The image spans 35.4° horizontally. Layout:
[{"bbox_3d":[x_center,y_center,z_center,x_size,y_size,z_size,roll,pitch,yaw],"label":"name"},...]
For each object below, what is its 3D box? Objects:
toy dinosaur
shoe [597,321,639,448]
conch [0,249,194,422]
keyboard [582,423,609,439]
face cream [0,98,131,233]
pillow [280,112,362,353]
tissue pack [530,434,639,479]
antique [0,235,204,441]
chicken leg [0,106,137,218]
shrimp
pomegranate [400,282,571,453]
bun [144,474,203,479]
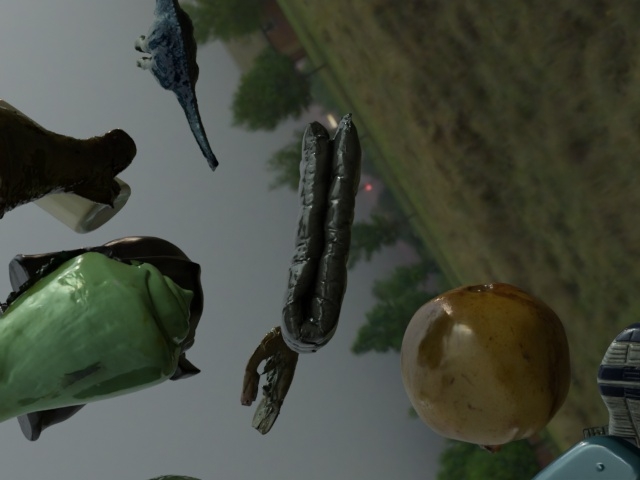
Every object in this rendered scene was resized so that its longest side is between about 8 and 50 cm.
[{"bbox_3d":[-0.210,-0.279,1.432,0.147,0.076,0.363,27,131,57],"label":"toy dinosaur"},{"bbox_3d":[0.367,0.156,1.137,0.207,0.091,0.106,70,-149,-46],"label":"shoe"},{"bbox_3d":[-0.252,0.094,1.038,0.143,0.250,0.137,97,161,-45],"label":"conch"},{"bbox_3d":[0.504,0.306,1.570,0.014,0.176,0.055,42,-143,-63],"label":"keyboard"},{"bbox_3d":[-0.465,-0.141,1.529,0.348,0.081,0.173,34,-159,4],"label":"face cream"},{"bbox_3d":[0.000,0.000,1.472,0.228,0.101,0.326,88,-173,-80],"label":"pillow"},{"bbox_3d":[0.333,0.348,1.011,0.287,0.198,0.206,48,-175,34],"label":"tissue pack"},{"bbox_3d":[-0.273,0.116,1.292,0.185,0.255,0.322,57,141,17],"label":"antique"},{"bbox_3d":[-0.369,-0.068,1.145,0.140,0.212,0.361,5,172,44],"label":"chicken leg"},{"bbox_3d":[-0.114,0.297,2.138,0.058,0.253,0.173,23,-172,30],"label":"shrimp"},{"bbox_3d":[0.251,0.197,1.535,0.264,0.264,0.264,59,-177,-5],"label":"pomegranate"},{"bbox_3d":[-0.157,0.349,1.051,0.108,0.221,0.221,19,-150,-40],"label":"bun"}]
